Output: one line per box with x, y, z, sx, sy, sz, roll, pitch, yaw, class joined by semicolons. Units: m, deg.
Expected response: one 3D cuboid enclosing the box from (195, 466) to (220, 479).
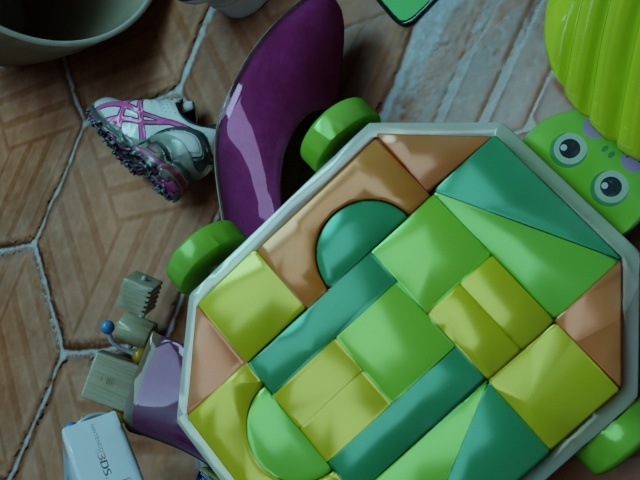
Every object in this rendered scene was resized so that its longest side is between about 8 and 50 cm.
-0.025;0.223;0.573;0.169;0.059;0.054;25;92;40;box

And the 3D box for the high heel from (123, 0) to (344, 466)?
0.000;0.000;0.615;0.181;0.127;0.377;16;85;17;high heel

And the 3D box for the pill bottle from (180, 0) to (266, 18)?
-0.122;-0.272;0.720;0.108;0.180;0.108;-12;70;35;pill bottle

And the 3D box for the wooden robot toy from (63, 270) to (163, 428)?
-0.160;0.120;0.724;0.079;0.076;0.173;20;89;5;wooden robot toy

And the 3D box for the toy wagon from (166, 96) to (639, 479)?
0.074;0.032;0.489;0.344;0.068;0.267;-43;74;4;toy wagon

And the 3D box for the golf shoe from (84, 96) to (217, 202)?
-0.156;-0.102;0.781;0.086;0.067;0.186;-43;47;-15;golf shoe

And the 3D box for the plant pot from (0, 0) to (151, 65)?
-0.344;-0.292;0.886;0.274;0.256;0.256;-12;68;54;plant pot

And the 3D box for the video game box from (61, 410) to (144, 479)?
-0.141;0.258;0.598;0.187;0.048;0.205;58;148;36;video game box

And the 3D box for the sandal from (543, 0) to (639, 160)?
0.250;-0.079;0.403;0.317;0.138;0.126;42;131;38;sandal

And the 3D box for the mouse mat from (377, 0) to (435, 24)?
0.097;-0.282;0.664;0.190;0.007;0.152;-45;54;21;mouse mat
